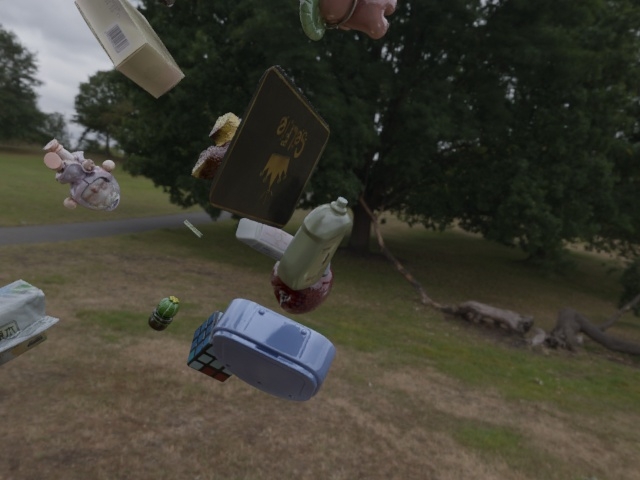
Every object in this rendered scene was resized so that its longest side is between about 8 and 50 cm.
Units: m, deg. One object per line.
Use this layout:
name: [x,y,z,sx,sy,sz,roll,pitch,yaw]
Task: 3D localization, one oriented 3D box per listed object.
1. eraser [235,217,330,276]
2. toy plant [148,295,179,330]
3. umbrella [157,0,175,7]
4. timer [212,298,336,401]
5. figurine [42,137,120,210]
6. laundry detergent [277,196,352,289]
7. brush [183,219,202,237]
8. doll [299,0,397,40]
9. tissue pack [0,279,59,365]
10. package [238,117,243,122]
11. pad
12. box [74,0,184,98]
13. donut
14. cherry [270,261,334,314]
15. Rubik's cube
eraser: [-0.116,0.026,1.644,0.352,0.089,0.061,30,-40,-28]
toy plant: [-0.675,0.312,2.134,0.093,0.162,0.093,34,13,-9]
umbrella: [-0.623,-0.868,1.572,0.338,0.073,0.067,26,32,-16]
timer: [-0.152,0.355,1.563,0.395,0.173,0.394,18,-35,13]
figurine: [-0.737,-0.192,1.525,0.133,0.200,0.276,31,-15,40]
laundry detergent: [0.000,0.000,1.210,0.091,0.253,0.181,42,31,21]
brush: [-0.480,-0.044,1.846,0.083,0.016,0.013,45,-14,-12]
doll: [0.056,-0.650,1.277,0.217,0.284,0.268,25,14,21]
tissue pack: [-0.745,0.221,1.132,0.145,0.159,0.229,21,28,19]
package: [-0.220,-0.415,1.652,0.110,0.037,0.015,-29,-21,-19]
pad: [-0.037,-0.165,0.896,0.063,0.314,0.375,25,3,16]
box: [-0.435,-0.461,1.132,0.095,0.212,0.168,-37,-14,8]
donut: [-0.323,-0.319,1.720,0.151,0.294,0.112,31,-35,-21]
cherry: [-0.062,0.149,1.828,0.203,0.230,0.300,-18,10,46]
Rubik's cube: [-0.359,0.377,1.752,0.163,0.162,0.160,36,31,-25]
